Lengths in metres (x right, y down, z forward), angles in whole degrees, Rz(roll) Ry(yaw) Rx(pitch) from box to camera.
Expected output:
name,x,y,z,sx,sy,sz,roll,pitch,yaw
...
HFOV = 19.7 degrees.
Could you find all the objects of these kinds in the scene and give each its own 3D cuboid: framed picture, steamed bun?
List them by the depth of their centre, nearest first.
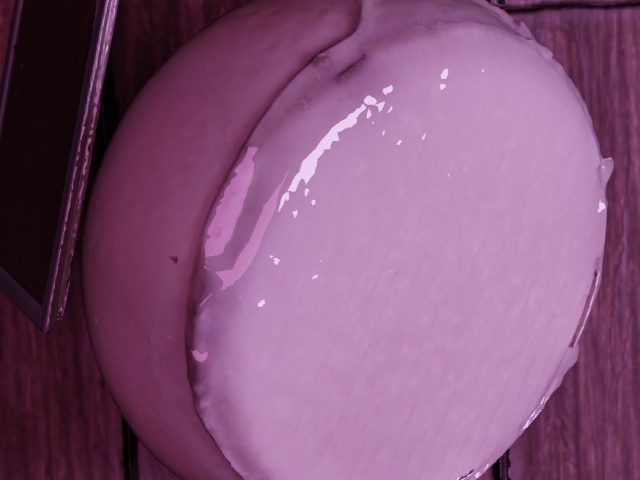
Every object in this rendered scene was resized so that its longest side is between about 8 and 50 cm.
name,x,y,z,sx,sy,sz,roll,pitch,yaw
framed picture,-0.179,-0.104,1.231,0.019,0.232,0.296,8,99,-24
steamed bun,0.000,0.000,1.237,0.374,0.241,0.374,-14,112,-37
